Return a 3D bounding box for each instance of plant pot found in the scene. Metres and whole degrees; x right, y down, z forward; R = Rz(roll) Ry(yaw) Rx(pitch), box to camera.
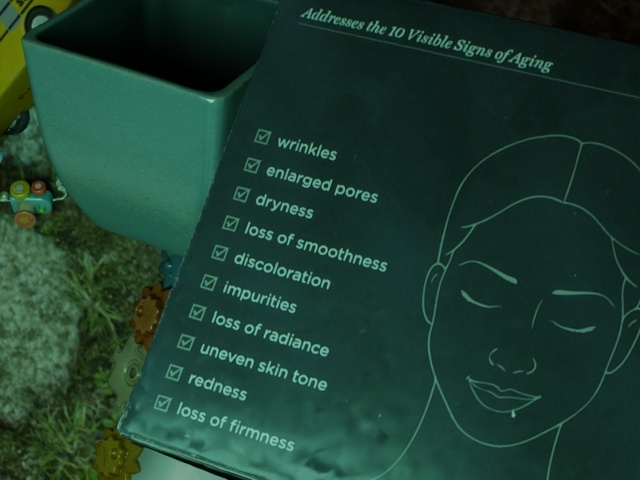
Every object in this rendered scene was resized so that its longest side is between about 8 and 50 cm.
[{"bbox_3d":[-0.160,-0.128,1.635,0.248,0.247,0.252,19,126,21],"label":"plant pot"}]

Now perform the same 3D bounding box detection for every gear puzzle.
[{"bbox_3d":[-0.205,0.149,1.759,0.175,0.044,0.339,37,105,43],"label":"gear puzzle"}]

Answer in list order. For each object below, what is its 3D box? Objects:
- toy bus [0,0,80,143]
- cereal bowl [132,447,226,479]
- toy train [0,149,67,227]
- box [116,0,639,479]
[{"bbox_3d":[-0.367,-0.249,1.770,0.130,0.108,0.333,50,118,7],"label":"toy bus"},{"bbox_3d":[-0.121,0.349,1.753,0.339,0.141,0.339,-14,70,42],"label":"cereal bowl"},{"bbox_3d":[-0.388,-0.067,1.802,0.125,0.166,0.046,-33,43,43],"label":"toy train"},{"bbox_3d":[0.139,0.053,1.385,0.480,0.297,0.472,16,79,19],"label":"box"}]
